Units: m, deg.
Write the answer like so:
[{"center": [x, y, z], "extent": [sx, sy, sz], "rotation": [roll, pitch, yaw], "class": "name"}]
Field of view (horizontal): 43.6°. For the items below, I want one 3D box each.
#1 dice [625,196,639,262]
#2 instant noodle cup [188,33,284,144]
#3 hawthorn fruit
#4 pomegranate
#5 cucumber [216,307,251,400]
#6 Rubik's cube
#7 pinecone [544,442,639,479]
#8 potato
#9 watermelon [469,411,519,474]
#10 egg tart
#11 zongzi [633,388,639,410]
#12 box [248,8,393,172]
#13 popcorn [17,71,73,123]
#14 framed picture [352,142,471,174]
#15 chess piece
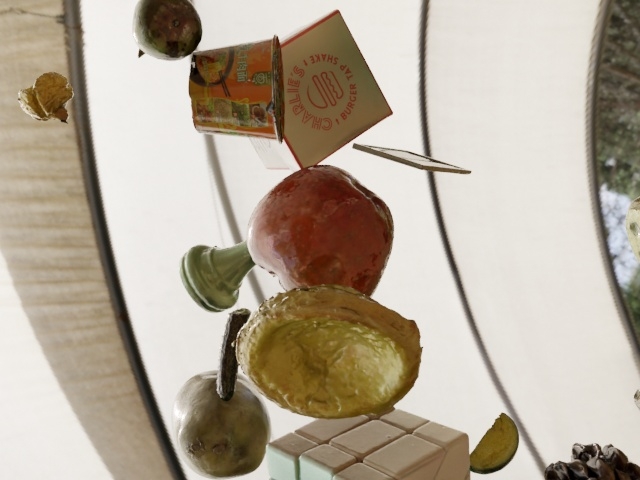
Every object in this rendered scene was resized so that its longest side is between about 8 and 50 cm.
[{"center": [0.787, -0.024, 1.748], "extent": [0.166, 0.169, 0.170], "rotation": [-25, -78, -12], "class": "dice"}, {"center": [-0.173, -0.316, 1.691], "extent": [0.230, 0.182, 0.231], "rotation": [0, -90, -88], "class": "instant noodle cup"}, {"center": [0.000, 0.000, 1.523], "extent": [0.284, 0.284, 0.284], "rotation": [-38, -34, -33], "class": "hawthorn fruit"}, {"center": [-0.312, -0.421, 1.617], "extent": [0.148, 0.148, 0.169], "rotation": [-48, 0, -19], "class": "pomegranate"}, {"center": [-0.199, 0.256, 1.784], "extent": [0.058, 0.052, 0.215], "rotation": [7, -81, -27], "class": "cucumber"}, {"center": [0.107, 0.559, 1.702], "extent": [0.318, 0.315, 0.322], "rotation": [-16, -73, -40], "class": "Rubik's cube"}, {"center": [0.489, 0.483, 1.429], "extent": [0.257, 0.243, 0.244], "rotation": [9, -66, -22], "class": "pinecone"}, {"center": [-0.242, 0.456, 1.977], "extent": [0.243, 0.326, 0.221], "rotation": [36, -82, -24], "class": "potato"}, {"center": [0.450, 0.537, 2.036], "extent": [0.181, 0.092, 0.075], "rotation": [-47, -33, -27], "class": "watermelon"}, {"center": [0.018, 0.169, 1.311], "extent": [0.120, 0.314, 0.315], "rotation": [-81, -4, -49], "class": "egg tart"}, {"center": [0.667, 0.247, 1.417], "extent": [0.178, 0.081, 0.189], "rotation": [-21, -26, -11], "class": "zongzi"}, {"center": [-0.054, -0.388, 2.146], "extent": [0.312, 0.300, 0.314], "rotation": [-35, -72, -16], "class": "box"}, {"center": [-0.421, -0.214, 1.252], "extent": [0.084, 0.084, 0.084], "rotation": [-38, -34, -33], "class": "popcorn"}, {"center": [0.243, -0.212, 2.096], "extent": [0.289, 0.213, 0.016], "rotation": [-2, -70, -55], "class": "framed picture"}, {"center": [-0.205, 0.046, 2.098], "extent": [0.299, 0.195, 0.194], "rotation": [-31, -20, 23], "class": "chess piece"}]
